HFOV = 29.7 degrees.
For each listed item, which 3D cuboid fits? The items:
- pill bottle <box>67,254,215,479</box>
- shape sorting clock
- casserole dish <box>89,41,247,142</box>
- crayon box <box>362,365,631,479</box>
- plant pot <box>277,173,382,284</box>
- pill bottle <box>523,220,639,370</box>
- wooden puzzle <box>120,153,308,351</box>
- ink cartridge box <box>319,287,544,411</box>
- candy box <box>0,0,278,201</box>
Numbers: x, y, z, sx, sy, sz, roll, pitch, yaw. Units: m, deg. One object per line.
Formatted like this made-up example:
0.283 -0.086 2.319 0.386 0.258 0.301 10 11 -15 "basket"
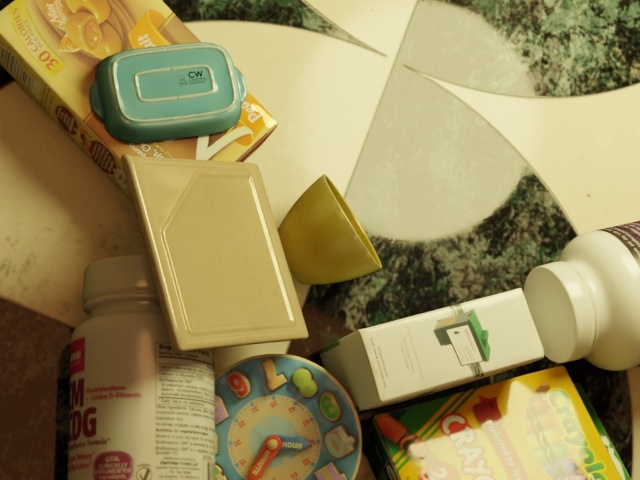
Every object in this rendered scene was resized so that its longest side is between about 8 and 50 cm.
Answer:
-0.197 0.169 1.336 0.160 0.160 0.283 3 73 -16 "pill bottle"
-0.054 0.235 1.403 0.206 0.040 0.206 0 88 2 "shape sorting clock"
-0.173 -0.177 1.404 0.188 0.037 0.114 -9 80 -21 "casserole dish"
0.234 0.275 1.457 0.318 0.081 0.202 -13 59 -20 "crayon box"
0.000 0.000 1.470 0.095 0.134 0.134 -31 87 6 "plant pot"
0.431 0.061 1.549 0.323 0.181 0.182 -11 80 -19 "pill bottle"
-0.119 0.014 1.345 0.238 0.044 0.221 2 67 -54 "wooden puzzle"
0.132 0.136 1.449 0.219 0.160 0.093 -13 81 -21 "ink cartridge box"
-0.228 -0.187 1.456 0.316 0.087 0.183 47 68 -2 "candy box"
